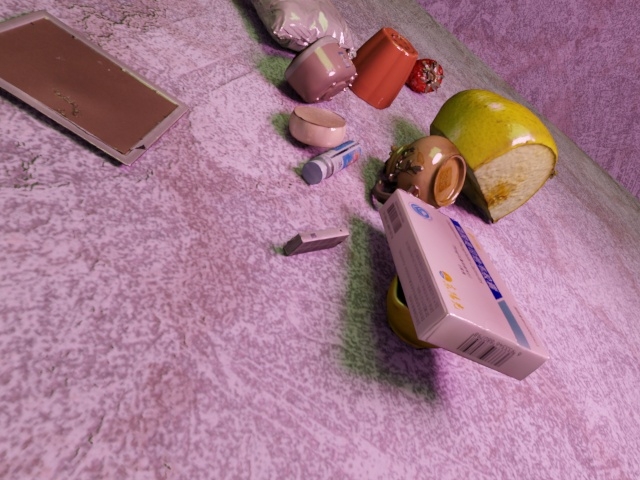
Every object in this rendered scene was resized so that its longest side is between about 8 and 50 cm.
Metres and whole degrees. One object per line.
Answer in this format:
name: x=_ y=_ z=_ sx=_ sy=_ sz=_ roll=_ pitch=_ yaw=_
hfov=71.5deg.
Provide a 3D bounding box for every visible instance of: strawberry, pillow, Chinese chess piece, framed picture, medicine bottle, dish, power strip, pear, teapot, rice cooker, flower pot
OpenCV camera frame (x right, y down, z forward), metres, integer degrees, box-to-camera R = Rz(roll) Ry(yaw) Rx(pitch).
strawberry: x=0.358 y=-0.585 z=1.589 sx=0.131 sy=0.148 sz=0.130 roll=-3 pitch=97 yaw=-30
pillow: x=-0.067 y=-0.624 z=1.212 sx=0.284 sy=0.138 sz=0.309 roll=-7 pitch=62 yaw=-45
Chinese chess piece: x=-0.006 y=-0.241 z=0.939 sx=0.122 sy=0.051 sz=0.122 roll=12 pitch=33 yaw=-8
framed picture: x=-0.361 y=-0.237 z=0.676 sx=0.274 sy=0.016 sz=0.216 roll=33 pitch=37 yaw=-13
medicine bottle: x=0.028 y=-0.166 z=0.928 sx=0.051 sy=0.051 sz=0.191 roll=46 pitch=38 yaw=4
dish: x=0.173 y=0.126 z=0.747 sx=0.208 sy=0.080 sz=0.148 roll=13 pitch=37 yaw=-38
power strip: x=0.000 y=0.000 z=0.741 sx=0.136 sy=0.051 sz=0.019 roll=-8 pitch=64 yaw=-47
pear: x=0.430 y=-0.257 z=1.166 sx=0.342 sy=0.239 sz=0.317 roll=37 pitch=22 yaw=-56
teapot: x=0.212 y=-0.152 z=1.012 sx=0.270 sy=0.173 sz=0.183 roll=-33 pitch=41 yaw=-29
rice cooker: x=0.003 y=-0.404 z=1.061 sx=0.127 sy=0.145 sz=0.206 roll=57 pitch=35 yaw=-1
flower pot: x=0.182 y=-0.507 z=1.297 sx=0.191 sy=0.173 sz=0.190 roll=24 pitch=43 yaw=-25

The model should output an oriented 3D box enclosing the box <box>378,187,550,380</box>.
box: x=0.221 y=0.055 z=0.754 sx=0.200 sy=0.065 sz=0.343 roll=25 pitch=30 yaw=-20
